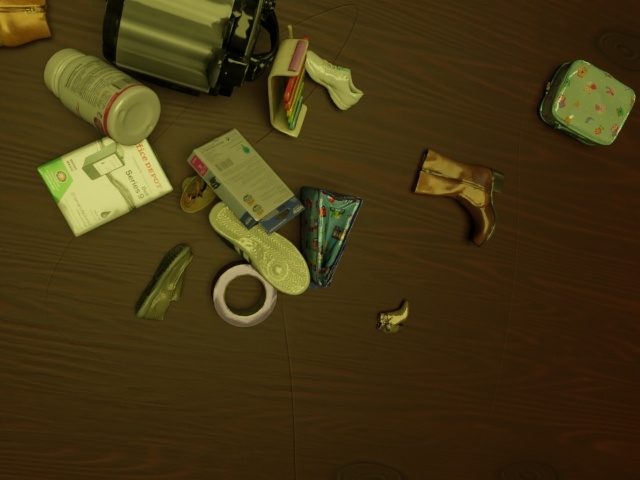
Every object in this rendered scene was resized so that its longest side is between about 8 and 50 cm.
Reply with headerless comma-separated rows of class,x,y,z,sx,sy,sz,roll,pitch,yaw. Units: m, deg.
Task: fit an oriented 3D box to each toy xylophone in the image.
toy xylophone,-0.079,-0.441,1.715,0.081,0.322,0.236,14,76,4

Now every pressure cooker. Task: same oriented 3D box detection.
pressure cooker,-0.309,-0.564,1.588,0.421,0.375,0.369,14,91,-15

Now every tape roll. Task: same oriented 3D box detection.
tape roll,-0.229,0.157,1.858,0.189,0.080,0.188,-2,97,-14

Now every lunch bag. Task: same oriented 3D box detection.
lunch bag,0.862,-0.443,2.040,0.279,0.108,0.223,24,96,-14
lunch bag,0.000,0.000,1.821,0.138,0.221,0.293,11,95,-16

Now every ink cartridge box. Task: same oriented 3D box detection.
ink cartridge box,-0.578,-0.171,1.702,0.289,0.121,0.211,-28,104,-10
ink cartridge box,-0.203,-0.156,1.741,0.311,0.065,0.186,47,43,3

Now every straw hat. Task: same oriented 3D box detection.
straw hat,-0.362,-0.154,1.789,0.061,0.144,0.144,36,87,26

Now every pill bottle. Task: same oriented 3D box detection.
pill bottle,-0.563,-0.374,1.600,0.283,0.160,0.160,33,88,22

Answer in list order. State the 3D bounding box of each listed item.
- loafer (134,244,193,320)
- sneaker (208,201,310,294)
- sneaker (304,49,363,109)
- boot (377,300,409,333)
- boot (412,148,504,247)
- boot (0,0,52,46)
loafer,-0.438,0.125,1.804,0.087,0.094,0.251,33,93,-28
sneaker,-0.171,0.021,1.805,0.350,0.148,0.131,45,82,-2
sneaker,0.040,-0.486,1.824,0.212,0.094,0.080,43,43,-22
boot,0.232,0.244,2.007,0.087,0.042,0.118,11,94,-13
boot,0.430,-0.131,1.980,0.281,0.096,0.263,13,95,-15
boot,-0.827,-0.647,1.596,0.211,0.104,0.294,-20,107,-16
